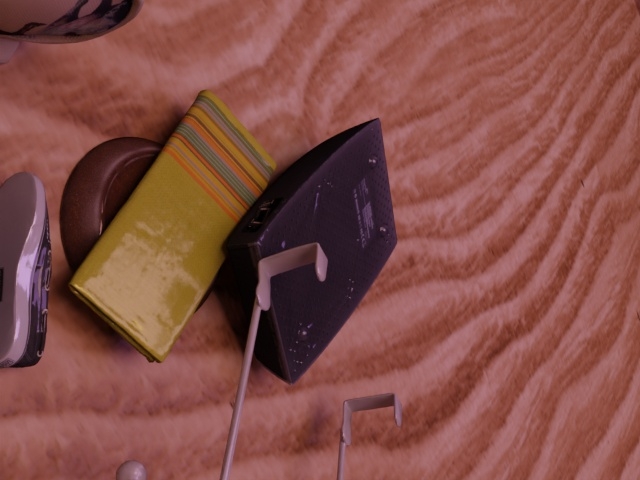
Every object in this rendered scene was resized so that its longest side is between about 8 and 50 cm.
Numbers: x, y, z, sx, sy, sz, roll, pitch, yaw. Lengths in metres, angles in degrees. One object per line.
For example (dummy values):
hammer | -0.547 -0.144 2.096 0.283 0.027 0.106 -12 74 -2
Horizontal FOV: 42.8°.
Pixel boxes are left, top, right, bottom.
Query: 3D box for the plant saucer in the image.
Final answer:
plant saucer | -0.139 -0.009 0.695 0.168 0.029 0.168 15 69 -47

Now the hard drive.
hard drive | 0.000 0.000 0.798 0.255 0.054 0.172 -49 136 -47

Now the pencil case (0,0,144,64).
pencil case | -0.231 -0.340 0.565 0.160 0.183 0.410 2 76 -54

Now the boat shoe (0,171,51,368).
boat shoe | -0.216 0.022 0.587 0.040 0.049 0.142 34 55 -62

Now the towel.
towel | -0.116 -0.019 0.688 0.102 0.021 0.237 48 48 -26

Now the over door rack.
over door rack | -0.044 0.202 0.647 0.239 0.108 0.324 63 36 -41
